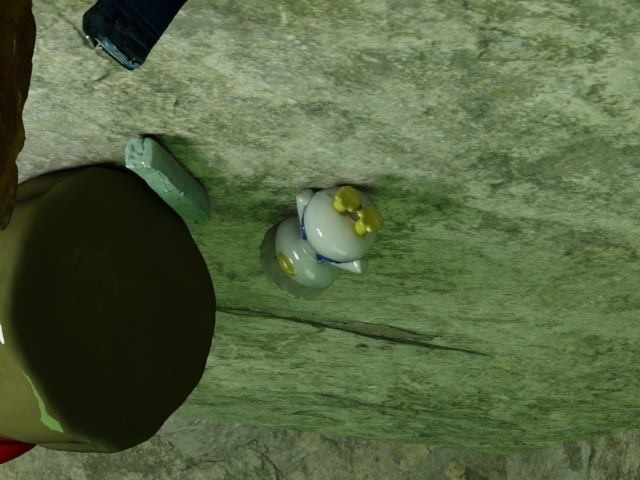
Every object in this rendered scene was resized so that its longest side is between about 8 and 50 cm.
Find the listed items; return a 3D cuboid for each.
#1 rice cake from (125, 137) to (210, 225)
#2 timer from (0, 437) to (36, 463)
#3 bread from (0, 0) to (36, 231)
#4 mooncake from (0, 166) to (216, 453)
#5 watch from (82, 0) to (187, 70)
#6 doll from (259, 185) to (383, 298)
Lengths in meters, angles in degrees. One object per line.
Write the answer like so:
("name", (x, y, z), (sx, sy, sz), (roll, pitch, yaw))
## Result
("rice cake", (-0.192, -0.075, 1.933), (0.042, 0.045, 0.245), (-4, 162, 13))
("timer", (-0.532, 0.155, 2.168), (0.378, 0.378, 0.279), (20, 114, -46))
("bread", (-0.402, -0.155, 1.304), (0.207, 0.279, 0.279), (-3, 160, 24))
("mooncake", (-0.329, 0.095, 1.985), (0.200, 0.378, 0.378), (-6, 162, 39))
("watch", (-0.026, -0.243, 1.066), (0.276, 0.068, 0.274), (-31, -166, 16))
("doll", (0.000, 0.000, 2.042), (0.138, 0.119, 0.293), (49, 155, -2))
